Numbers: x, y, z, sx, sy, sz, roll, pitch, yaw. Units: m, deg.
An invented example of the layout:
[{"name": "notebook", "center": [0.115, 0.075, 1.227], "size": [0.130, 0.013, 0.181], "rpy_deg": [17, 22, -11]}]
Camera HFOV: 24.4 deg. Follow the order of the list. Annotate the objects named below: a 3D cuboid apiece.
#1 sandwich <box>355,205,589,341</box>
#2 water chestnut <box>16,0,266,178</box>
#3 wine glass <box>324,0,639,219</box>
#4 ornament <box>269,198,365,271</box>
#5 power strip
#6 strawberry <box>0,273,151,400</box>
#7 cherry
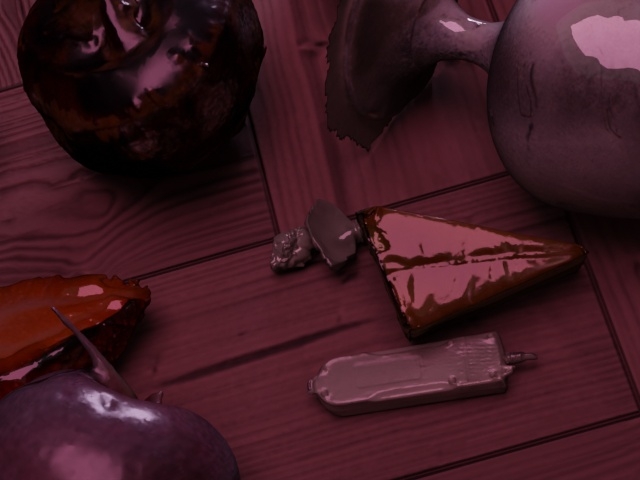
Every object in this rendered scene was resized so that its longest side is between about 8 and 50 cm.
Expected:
[{"name": "sandwich", "center": [0.125, -0.001, 1.228], "size": [0.163, 0.079, 0.113], "rpy_deg": [-23, 78, -1]}, {"name": "water chestnut", "center": [-0.163, -0.166, 1.308], "size": [0.224, 0.238, 0.223], "rpy_deg": [-11, 56, 17]}, {"name": "wine glass", "center": [0.196, -0.141, 1.228], "size": [0.323, 0.238, 0.238], "rpy_deg": [20, 67, 30]}, {"name": "ornament", "center": [0.003, -0.002, 1.289], "size": [0.092, 0.041, 0.068], "rpy_deg": [5, 60, 14]}, {"name": "power strip", "center": [0.084, 0.110, 1.218], "size": [0.191, 0.030, 0.047], "rpy_deg": [-9, 59, 6]}, {"name": "strawberry", "center": [-0.243, 0.095, 1.256], "size": [0.140, 0.085, 0.192], "rpy_deg": [19, 45, 36]}, {"name": "cherry", "center": [-0.172, 0.202, 1.128], "size": [0.213, 0.183, 0.266], "rpy_deg": [16, 84, 20]}]
